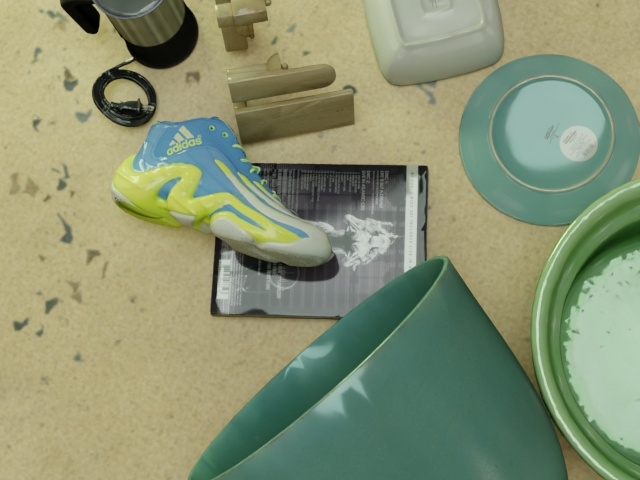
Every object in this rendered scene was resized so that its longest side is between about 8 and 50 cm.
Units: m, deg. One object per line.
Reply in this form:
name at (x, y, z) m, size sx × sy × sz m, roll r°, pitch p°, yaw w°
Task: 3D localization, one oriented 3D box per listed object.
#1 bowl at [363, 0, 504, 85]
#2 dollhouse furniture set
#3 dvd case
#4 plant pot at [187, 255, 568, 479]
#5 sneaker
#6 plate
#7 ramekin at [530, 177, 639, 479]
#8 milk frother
bowl at (0.120, -0.246, 1.065) m, size 0.142 × 0.053 × 0.142 m, roll -12°, pitch 76°, yaw 2°
dollhouse furniture set at (-0.040, -0.211, 1.039) m, size 0.123 × 0.144 × 0.151 m, roll -10°, pitch 63°, yaw -2°
dvd case at (0.000, 0.000, 1.041) m, size 0.221 × 0.018 × 0.165 m, roll 1°, pitch 77°, yaw 6°
plant pot at (0.073, 0.195, 0.867) m, size 0.293 × 0.293 × 0.235 m, roll -42°, pitch 93°, yaw -4°
sneaker at (-0.089, -0.060, 1.008) m, size 0.240 × 0.091 × 0.126 m, roll 18°, pitch 79°, yaw 10°
plate at (0.238, -0.109, 1.039) m, size 0.188 × 0.024 × 0.188 m, roll -1°, pitch 77°, yaw 5°
ramekin at (0.339, 0.097, 0.923) m, size 0.303 × 0.148 × 0.303 m, roll -1°, pitch 78°, yaw 5°
milk frother at (-0.195, -0.209, 1.043) m, size 0.129 × 0.135 × 0.143 m, roll -16°, pitch 77°, yaw 3°
